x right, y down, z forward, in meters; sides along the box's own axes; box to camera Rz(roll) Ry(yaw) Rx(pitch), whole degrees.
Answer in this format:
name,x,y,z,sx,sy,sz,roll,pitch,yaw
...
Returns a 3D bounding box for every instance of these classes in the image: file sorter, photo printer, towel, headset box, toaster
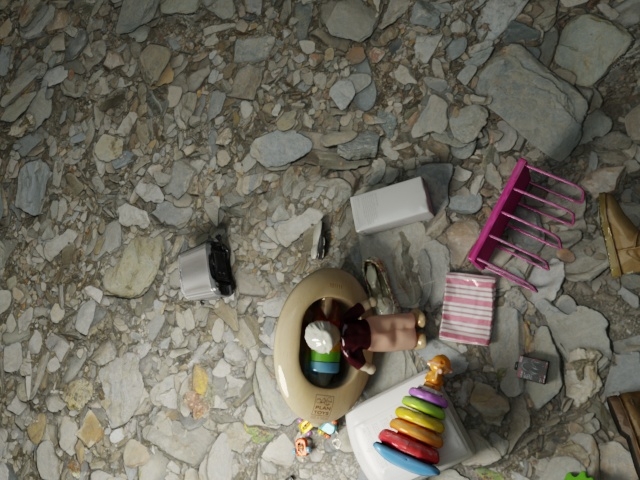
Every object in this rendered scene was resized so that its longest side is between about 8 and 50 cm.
name,x,y,z,sx,sy,sz,roll,pitch,yaw
file sorter,0.548,-0.029,1.654,0.182,0.202,0.290,28,92,23
photo printer,0.231,0.532,1.731,0.308,0.107,0.255,-32,68,16
towel,0.412,0.189,1.763,0.144,0.029,0.196,4,81,24
headset box,0.557,0.340,1.664,0.083,0.032,0.062,11,84,24
toaster,-0.384,0.099,2.089,0.147,0.129,0.226,-18,74,23

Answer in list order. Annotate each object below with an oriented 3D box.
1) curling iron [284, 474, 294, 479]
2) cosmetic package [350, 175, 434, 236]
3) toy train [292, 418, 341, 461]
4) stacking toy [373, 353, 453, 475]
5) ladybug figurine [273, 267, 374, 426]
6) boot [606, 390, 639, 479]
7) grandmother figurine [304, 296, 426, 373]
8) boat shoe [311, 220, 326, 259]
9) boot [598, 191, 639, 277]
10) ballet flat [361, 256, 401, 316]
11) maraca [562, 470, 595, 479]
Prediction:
name,x,y,z,sx,sy,sz,roll,pitch,yaw
curling iron,-0.185,0.799,1.904,0.274,0.035,0.068,-42,66,12
cosmetic package,0.214,-0.100,1.884,0.231,0.085,0.117,-14,74,19
toy train,-0.009,0.581,1.867,0.166,0.046,0.125,-19,73,23
stacking toy,0.262,0.432,1.606,0.175,0.165,0.301,20,77,11
ladybug figurine,-0.001,0.303,1.814,0.162,0.305,0.448,166,114,-67
boot,0.793,0.508,1.488,0.115,0.112,0.305,-17,70,9
grandmother figurine,0.122,0.262,1.732,0.343,0.104,0.207,2,73,-21
boat shoe,0.000,0.000,1.985,0.046,0.038,0.125,157,123,-63
boot,0.856,-0.031,1.581,0.270,0.089,0.236,-11,85,22
ballet flat,0.171,0.158,1.853,0.091,0.077,0.240,-26,70,17
maraca,0.610,0.644,1.520,0.127,0.099,0.185,-29,25,46
